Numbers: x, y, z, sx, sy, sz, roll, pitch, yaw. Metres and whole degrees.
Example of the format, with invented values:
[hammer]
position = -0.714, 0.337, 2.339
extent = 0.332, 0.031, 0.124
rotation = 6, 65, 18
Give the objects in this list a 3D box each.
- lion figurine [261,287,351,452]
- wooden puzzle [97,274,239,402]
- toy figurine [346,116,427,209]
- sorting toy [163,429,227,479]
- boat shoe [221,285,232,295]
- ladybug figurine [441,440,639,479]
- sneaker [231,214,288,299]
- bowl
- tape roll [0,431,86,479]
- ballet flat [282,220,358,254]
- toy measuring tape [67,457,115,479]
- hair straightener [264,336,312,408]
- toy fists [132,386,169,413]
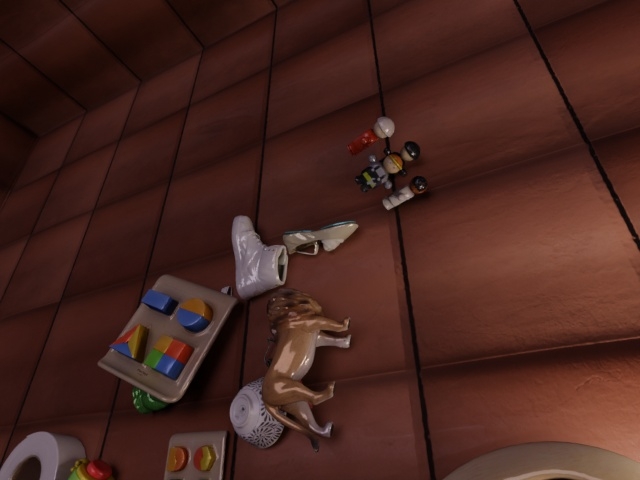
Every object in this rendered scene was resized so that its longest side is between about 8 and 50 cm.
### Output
[lion figurine]
position = -0.062, 0.287, 1.013
extent = 0.241, 0.142, 0.392
rotation = 6, 47, 15
[wooden puzzle]
position = -0.459, 0.260, 1.237
extent = 0.322, 0.080, 0.347
rotation = 13, 57, 27
[toy figurine]
position = 0.195, -0.212, 1.164
extent = 0.148, 0.213, 0.209
rotation = -31, 47, 29
[sorting toy]
position = -0.333, 0.602, 1.069
extent = 0.193, 0.038, 0.208
rotation = -14, 54, 23
[boat shoe]
position = -0.294, 0.188, 1.319
extent = 0.035, 0.035, 0.100
rotation = -25, 44, 19
[ladybug figurine]
position = 0.342, 0.495, 0.648
extent = 0.450, 0.162, 0.304
rotation = -25, 51, 15
[sneaker]
position = -0.183, 0.029, 1.315
extent = 0.169, 0.108, 0.292
rotation = -21, 62, 17
[bowl]
position = -0.171, 0.424, 1.034
extent = 0.170, 0.080, 0.170
rotation = -20, 58, 35
[tape roll]
position = -0.852, 0.734, 1.257
extent = 0.287, 0.100, 0.286
rotation = -16, 54, 23
[ballet flat]
position = 0.000, 0.000, 1.244
extent = 0.249, 0.086, 0.086
rotation = -9, 57, 28
[toy measuring tape]
position = -0.599, 0.697, 1.119
extent = 0.330, 0.121, 0.121
rotation = 22, 74, 39
[hair straightener]
position = -0.105, 0.353, 1.083
extent = 0.089, 0.047, 0.230
rotation = -37, 54, 6
[toy fists]
position = -0.501, 0.379, 1.279
extent = 0.142, 0.096, 0.279
rotation = -29, 48, 6
